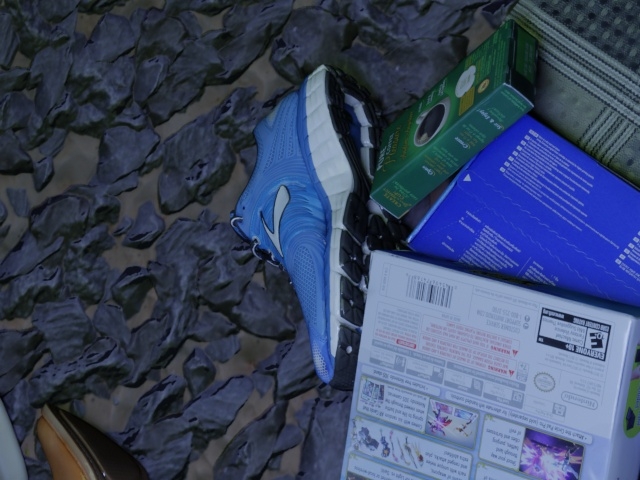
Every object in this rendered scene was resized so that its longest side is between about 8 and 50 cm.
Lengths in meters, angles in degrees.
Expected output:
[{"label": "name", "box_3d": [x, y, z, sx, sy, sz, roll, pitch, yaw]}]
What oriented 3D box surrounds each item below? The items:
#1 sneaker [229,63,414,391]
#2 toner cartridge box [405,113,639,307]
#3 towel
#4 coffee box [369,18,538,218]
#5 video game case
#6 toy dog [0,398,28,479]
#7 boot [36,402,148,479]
[{"label": "sneaker", "box_3d": [0.000, 0.000, 1.731, 0.147, 0.130, 0.330, -29, 51, 31]}, {"label": "toner cartridge box", "box_3d": [0.249, 0.040, 1.578, 0.165, 0.075, 0.348, -51, 54, 2]}, {"label": "towel", "box_3d": [0.337, -0.198, 1.650, 0.324, 0.056, 0.312, 41, 96, 34]}, {"label": "coffee box", "box_3d": [0.123, -0.111, 1.678, 0.184, 0.040, 0.113, -41, 23, 33]}, {"label": "video game case", "box_3d": [0.145, 0.152, 1.540, 0.270, 0.061, 0.244, 15, 99, 39]}, {"label": "toy dog", "box_3d": [-0.570, 0.207, 1.874, 0.408, 0.284, 0.395, -35, 56, 16]}, {"label": "boot", "box_3d": [-0.246, 0.314, 1.754, 0.220, 0.109, 0.283, -47, 61, 10]}]
